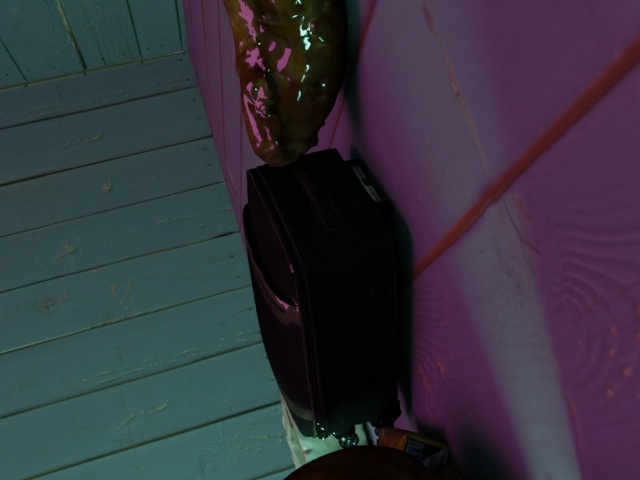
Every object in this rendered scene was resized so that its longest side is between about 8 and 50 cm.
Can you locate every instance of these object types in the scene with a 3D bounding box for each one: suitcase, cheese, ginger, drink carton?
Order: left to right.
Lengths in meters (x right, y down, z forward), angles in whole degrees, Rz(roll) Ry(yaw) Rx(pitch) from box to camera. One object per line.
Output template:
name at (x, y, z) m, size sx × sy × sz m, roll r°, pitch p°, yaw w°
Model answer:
ginger at (-0.040, -0.262, 0.922) m, size 0.165 × 0.172 × 0.321 m, roll 15°, pitch 129°, yaw 33°
suitcase at (0.002, 0.086, 1.064) m, size 0.283 × 0.194 × 0.434 m, roll -117°, pitch 18°, yaw -48°
cheese at (0.016, 0.466, 1.612) m, size 0.292 × 0.153 × 0.332 m, roll -118°, pitch 18°, yaw -50°
drink carton at (0.122, 0.315, 1.040) m, size 0.200 × 0.084 × 0.075 m, roll 129°, pitch 157°, yaw -76°

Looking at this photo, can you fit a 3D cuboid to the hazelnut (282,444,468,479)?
hazelnut at (0.085, 0.435, 0.791) m, size 0.359 × 0.359 × 0.410 m, roll 102°, pitch 153°, yaw -67°
